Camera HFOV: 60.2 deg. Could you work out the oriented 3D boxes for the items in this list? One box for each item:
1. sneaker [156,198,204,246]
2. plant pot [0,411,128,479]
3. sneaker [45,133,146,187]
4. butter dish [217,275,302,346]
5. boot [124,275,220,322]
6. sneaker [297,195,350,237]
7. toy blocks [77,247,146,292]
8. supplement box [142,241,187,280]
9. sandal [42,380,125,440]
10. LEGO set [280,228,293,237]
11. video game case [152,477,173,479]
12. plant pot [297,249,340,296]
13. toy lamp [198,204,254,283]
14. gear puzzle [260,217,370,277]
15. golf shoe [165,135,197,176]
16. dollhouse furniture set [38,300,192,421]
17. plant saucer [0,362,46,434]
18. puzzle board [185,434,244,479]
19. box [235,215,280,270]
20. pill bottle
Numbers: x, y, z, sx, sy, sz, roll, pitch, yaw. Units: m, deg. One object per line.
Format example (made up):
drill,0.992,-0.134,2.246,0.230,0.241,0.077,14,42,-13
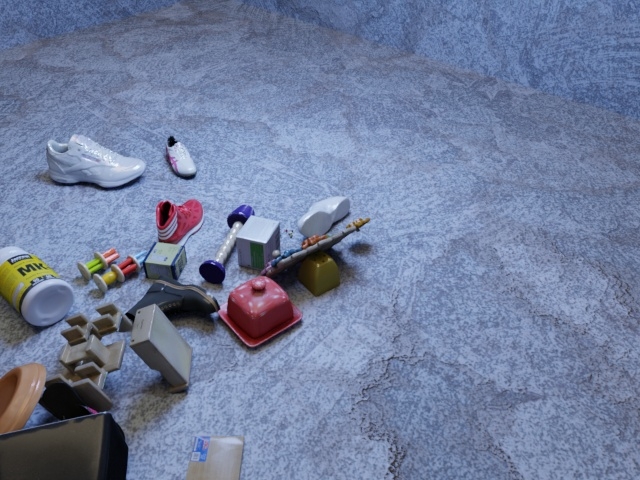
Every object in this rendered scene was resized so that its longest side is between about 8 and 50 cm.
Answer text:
sneaker,-0.385,-0.076,1.526,0.087,0.128,0.221,7,40,5
plant pot,-0.417,0.410,0.894,0.187,0.188,0.167,-9,54,-14
sneaker,-0.699,-0.248,1.708,0.305,0.152,0.114,1,37,-3
butter dish,-0.142,0.139,1.279,0.160,0.118,0.160,-26,47,-31
boot,-0.344,0.166,1.284,0.197,0.077,0.137,10,42,31
sneaker,-0.010,-0.072,1.597,0.094,0.080,0.212,17,33,35
toy blocks,-0.523,0.057,1.413,0.123,0.054,0.148,29,46,28
supplement box,-0.399,0.054,1.420,0.083,0.056,0.083,7,39,6
sandal,-0.434,0.331,1.008,0.067,0.179,0.040,-46,16,-17
LEGO set,-0.118,-0.029,1.563,0.083,0.023,0.054,-6,39,-10
video game case,-0.212,0.502,0.890,0.193,0.023,0.212,6,42,4
plant pot,-0.002,0.074,1.393,0.081,0.083,0.081,-24,46,-30
toy lamp,-0.243,-0.002,1.482,0.080,0.080,0.275,10,38,9
gear puzzle,0.000,0.000,1.427,0.338,0.175,0.044,-25,83,-30
golf shoe,-0.463,-0.274,1.805,0.067,0.086,0.186,-22,46,-29
dollhouse furniture set,-0.414,0.254,1.145,0.242,0.161,0.212,-19,38,9
plant saucer,-0.585,0.312,1.014,0.200,0.037,0.200,-29,37,25
puzzle board,-0.195,0.418,1.014,0.096,0.011,0.128,1,38,0
box,-0.162,0.007,1.454,0.087,0.101,0.102,13,40,14
pill bottle,-0.687,0.102,1.298,0.208,0.119,0.119,29,46,29
